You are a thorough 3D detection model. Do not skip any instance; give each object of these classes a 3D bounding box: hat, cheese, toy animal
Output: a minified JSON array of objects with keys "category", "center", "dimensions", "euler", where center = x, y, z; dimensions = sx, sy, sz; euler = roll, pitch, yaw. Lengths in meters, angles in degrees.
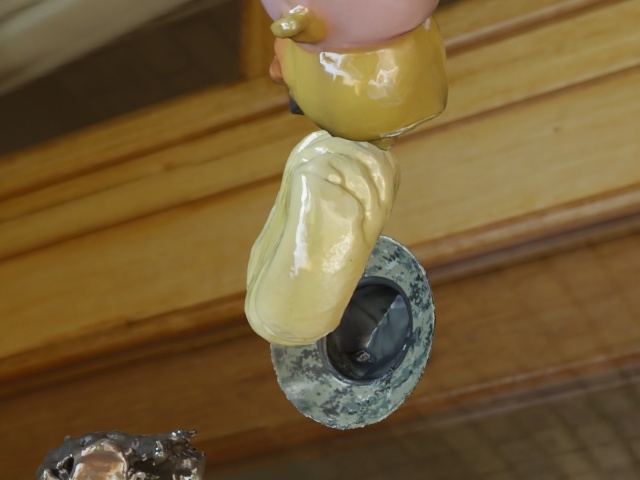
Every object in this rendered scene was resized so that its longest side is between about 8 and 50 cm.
[{"category":"hat","center":[0.072,0.118,2.009],"dimensions":[0.128,0.266,0.265],"euler":[4,-109,-54]},{"category":"cheese","center":[0.000,0.000,1.504],"dimensions":[0.214,0.117,0.226],"euler":[-148,79,-86]},{"category":"toy animal","center":[0.028,-0.195,1.311],"dimensions":[0.195,0.169,0.281],"euler":[-57,-28,-38]}]

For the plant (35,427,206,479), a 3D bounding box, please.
[{"category":"plant","center":[-0.198,0.268,1.475],"dimensions":[0.234,0.204,0.178],"euler":[133,144,-71]}]
